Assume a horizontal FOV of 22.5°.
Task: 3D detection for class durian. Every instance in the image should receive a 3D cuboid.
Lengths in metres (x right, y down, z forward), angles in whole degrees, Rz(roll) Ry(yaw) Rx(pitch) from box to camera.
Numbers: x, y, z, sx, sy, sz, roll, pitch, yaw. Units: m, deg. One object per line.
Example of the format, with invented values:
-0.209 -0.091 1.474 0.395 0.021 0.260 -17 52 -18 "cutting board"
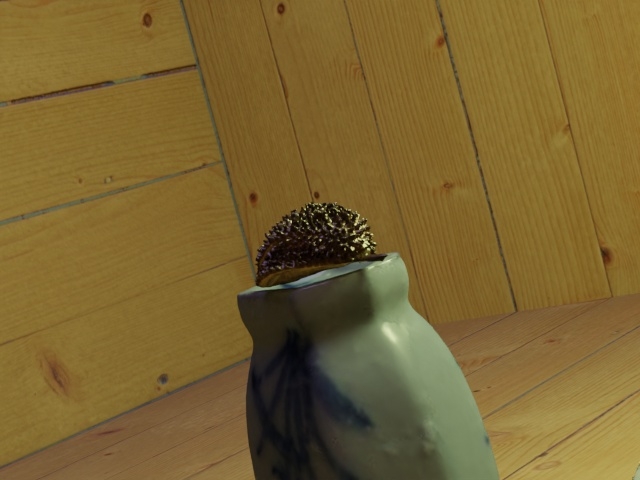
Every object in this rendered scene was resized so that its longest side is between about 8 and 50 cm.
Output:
-0.002 -0.001 1.507 0.140 0.071 0.110 -7 9 32 "durian"

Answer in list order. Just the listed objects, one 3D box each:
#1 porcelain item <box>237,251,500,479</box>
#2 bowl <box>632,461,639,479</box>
0.052 0.224 1.571 0.178 0.405 0.242 -17 4 -31 "porcelain item"
0.483 0.230 1.517 0.345 0.157 0.345 -26 7 3 "bowl"
